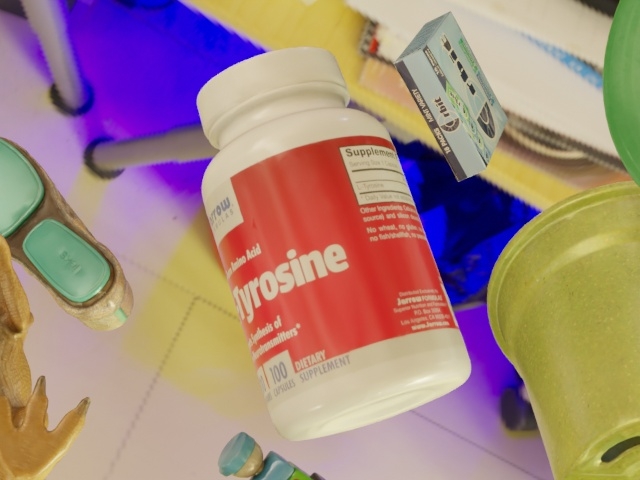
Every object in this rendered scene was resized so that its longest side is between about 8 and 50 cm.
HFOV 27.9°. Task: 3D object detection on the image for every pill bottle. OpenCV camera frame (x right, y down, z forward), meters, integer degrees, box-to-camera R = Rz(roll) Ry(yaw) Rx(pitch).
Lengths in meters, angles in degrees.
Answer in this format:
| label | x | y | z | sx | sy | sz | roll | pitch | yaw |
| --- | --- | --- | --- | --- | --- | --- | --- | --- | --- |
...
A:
| label | x | y | z | sx | sy | sz | roll | pitch | yaw |
| --- | --- | --- | --- | --- | --- | --- | --- | --- | --- |
| pill bottle | 0.000 | 0.000 | 1.453 | 0.229 | 0.229 | 0.408 | -13 | 74 | -20 |

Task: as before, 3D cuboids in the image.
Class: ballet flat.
| label | x | y | z | sx | sy | sz | roll | pitch | yaw |
| --- | --- | --- | --- | --- | --- | --- | --- | --- | --- |
| ballet flat | -0.317 | -0.001 | 1.480 | 0.107 | 0.106 | 0.316 | -40 | 56 | -5 |

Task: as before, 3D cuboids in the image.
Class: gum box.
| label | x | y | z | sx | sy | sz | roll | pitch | yaw |
| --- | --- | --- | --- | --- | --- | --- | --- | --- | --- |
| gum box | 0.158 | -0.174 | 1.521 | 0.157 | 0.041 | 0.184 | 60 | 26 | -13 |

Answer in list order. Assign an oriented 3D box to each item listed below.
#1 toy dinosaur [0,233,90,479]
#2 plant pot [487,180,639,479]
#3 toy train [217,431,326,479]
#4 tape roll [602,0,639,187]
| label | x | y | z | sx | sy | sz | roll | pitch | yaw |
| --- | --- | --- | --- | --- | --- | --- | --- | --- | --- |
| toy dinosaur | -0.103 | 0.068 | 0.382 | 0.064 | 0.112 | 0.211 | 4 | 72 | -10 |
| plant pot | 0.291 | 0.129 | 1.139 | 0.276 | 0.276 | 0.254 | 25 | 35 | -14 |
| toy train | -0.106 | 0.364 | 1.558 | 0.143 | 0.105 | 0.248 | 37 | 85 | -12 |
| tape roll | 0.357 | -0.133 | 0.894 | 0.077 | 0.321 | 0.321 | 27 | 72 | -46 |
